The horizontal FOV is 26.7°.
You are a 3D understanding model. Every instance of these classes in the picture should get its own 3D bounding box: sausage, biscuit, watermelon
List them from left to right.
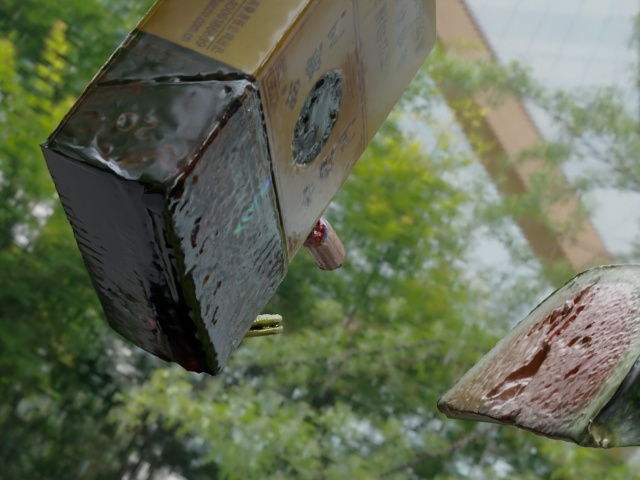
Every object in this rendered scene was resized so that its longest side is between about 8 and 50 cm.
[{"bbox_3d":[-0.084,0.098,1.534,0.084,0.023,0.084,-5,-1,0],"label":"biscuit"},{"bbox_3d":[0.000,0.000,1.282,0.034,0.034,0.129,21,-9,12],"label":"sausage"},{"bbox_3d":[0.213,0.115,0.995,0.128,0.159,0.303,47,-12,-8],"label":"watermelon"}]

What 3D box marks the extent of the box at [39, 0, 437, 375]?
[{"bbox_3d":[-0.043,-0.124,1.100,0.115,0.415,0.264,24,-29,18],"label":"box"}]
